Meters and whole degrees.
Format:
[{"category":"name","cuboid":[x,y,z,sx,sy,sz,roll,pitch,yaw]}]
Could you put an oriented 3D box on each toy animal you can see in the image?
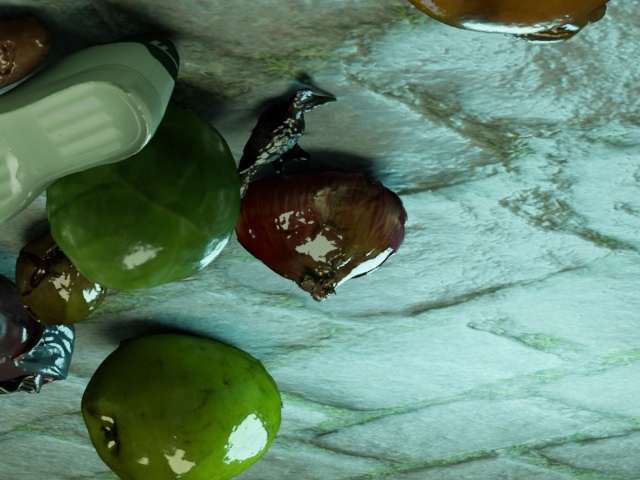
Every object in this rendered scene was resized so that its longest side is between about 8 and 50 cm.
[{"category":"toy animal","cuboid":[-0.047,-0.124,1.876,0.105,0.070,0.202,-37,173,-34]}]

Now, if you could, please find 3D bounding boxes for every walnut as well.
[{"category":"walnut","cuboid":[-0.366,0.051,2.290,0.137,0.137,0.245,9,162,-18]}]

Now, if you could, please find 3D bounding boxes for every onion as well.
[{"category":"onion","cuboid":[0.000,0.000,2.069,0.230,0.163,0.230,-4,166,-1]}]

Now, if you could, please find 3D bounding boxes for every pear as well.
[{"category":"pear","cuboid":[-0.214,0.289,2.725,0.375,0.287,0.287,-1,165,-36]}]

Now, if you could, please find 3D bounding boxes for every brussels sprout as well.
[{"category":"brussels sprout","cuboid":[-0.210,-0.055,1.865,0.244,0.244,0.244,1,159,1]}]

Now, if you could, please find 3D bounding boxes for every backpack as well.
[{"category":"backpack","cuboid":[-0.550,0.129,2.398,0.283,0.197,0.317,-4,158,21]}]

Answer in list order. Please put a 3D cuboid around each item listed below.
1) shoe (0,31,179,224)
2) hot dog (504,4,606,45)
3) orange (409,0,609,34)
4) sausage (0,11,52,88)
[{"category":"shoe","cuboid":[-0.303,-0.127,1.757,0.363,0.160,0.131,-20,115,32]},{"category":"hot dog","cuboid":[0.217,-0.232,1.587,0.140,0.060,0.090,11,162,-6]},{"category":"orange","cuboid":[0.154,-0.274,1.312,0.240,0.171,0.240,-5,147,-3]},{"category":"sausage","cuboid":[-0.420,-0.175,1.745,0.327,0.087,0.079,-13,114,36]}]
